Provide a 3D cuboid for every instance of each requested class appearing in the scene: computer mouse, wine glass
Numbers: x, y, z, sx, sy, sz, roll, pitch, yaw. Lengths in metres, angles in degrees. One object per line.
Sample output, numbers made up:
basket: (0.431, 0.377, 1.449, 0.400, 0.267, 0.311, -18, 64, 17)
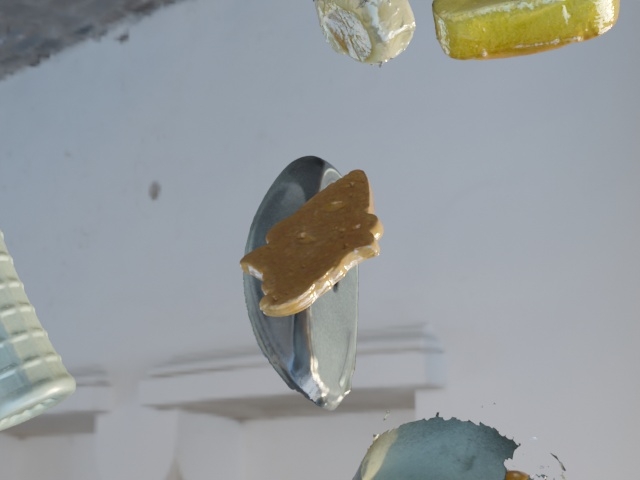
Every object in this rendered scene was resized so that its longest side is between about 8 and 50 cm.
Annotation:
computer mouse: (-0.027, 0.059, 1.442, 0.114, 0.374, 0.203, -11, 147, 24)
wine glass: (0.092, 0.326, 0.913, 0.190, 0.190, 0.357, 3, 123, -15)

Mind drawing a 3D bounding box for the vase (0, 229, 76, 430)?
vase: (-0.368, 0.047, 1.083, 0.143, 0.299, 0.143, -26, 170, -5)

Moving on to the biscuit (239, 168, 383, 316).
biscuit: (0.000, 0.000, 1.146, 0.162, 0.250, 0.035, 1, 130, 29)

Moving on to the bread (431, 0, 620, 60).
bread: (0.271, -0.306, 1.376, 0.245, 0.102, 0.094, -10, 137, 14)

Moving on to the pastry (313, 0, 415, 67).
pastry: (0.069, -0.346, 1.610, 0.088, 0.166, 0.166, -41, -175, -24)

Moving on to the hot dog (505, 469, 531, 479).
hot dog: (0.204, 0.394, 1.379, 0.076, 0.104, 0.250, -3, 148, -42)
